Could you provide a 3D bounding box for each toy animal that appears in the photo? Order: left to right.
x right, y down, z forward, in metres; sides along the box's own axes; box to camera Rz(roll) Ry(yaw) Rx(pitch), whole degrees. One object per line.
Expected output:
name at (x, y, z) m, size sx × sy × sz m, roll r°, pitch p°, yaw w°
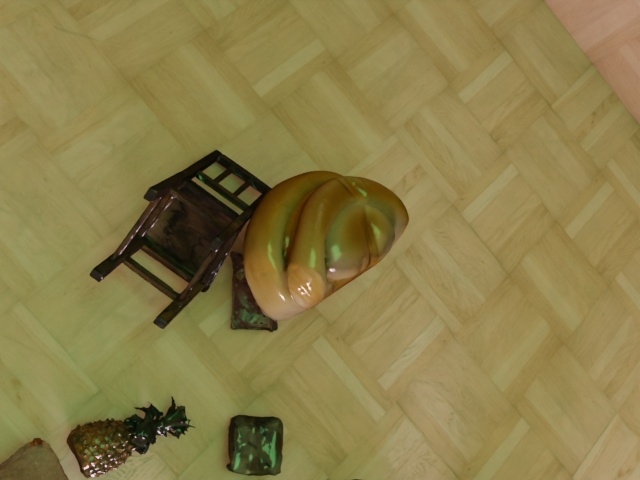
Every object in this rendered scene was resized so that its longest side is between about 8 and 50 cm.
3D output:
toy animal at (-0.566, 0.550, 1.430) m, size 0.226 × 0.188 × 0.359 m, roll 7°, pitch 74°, yaw -28°

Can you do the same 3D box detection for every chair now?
chair at (-0.283, -0.021, 1.696) m, size 0.203 × 0.416 × 0.241 m, roll 35°, pitch 110°, yaw 0°

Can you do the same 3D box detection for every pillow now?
pillow at (-0.156, 0.119, 1.795) m, size 0.118 × 0.043 × 0.185 m, roll 5°, pitch 79°, yaw -20°

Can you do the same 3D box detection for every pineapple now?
pineapple at (-0.388, 0.397, 1.596) m, size 0.251 × 0.125 × 0.125 m, roll -15°, pitch 84°, yaw -31°

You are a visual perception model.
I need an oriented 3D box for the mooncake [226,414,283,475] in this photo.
mooncake at (-0.143, 0.450, 1.703) m, size 0.125 × 0.073 × 0.130 m, roll 11°, pitch 75°, yaw -24°

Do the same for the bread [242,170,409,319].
bread at (0.015, 0.021, 1.736) m, size 0.424 × 0.245 × 0.329 m, roll -29°, pitch 125°, yaw -51°

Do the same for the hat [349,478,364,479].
hat at (0.096, 0.624, 1.769) m, size 0.145 × 0.067 × 0.146 m, roll 6°, pitch 76°, yaw -22°
